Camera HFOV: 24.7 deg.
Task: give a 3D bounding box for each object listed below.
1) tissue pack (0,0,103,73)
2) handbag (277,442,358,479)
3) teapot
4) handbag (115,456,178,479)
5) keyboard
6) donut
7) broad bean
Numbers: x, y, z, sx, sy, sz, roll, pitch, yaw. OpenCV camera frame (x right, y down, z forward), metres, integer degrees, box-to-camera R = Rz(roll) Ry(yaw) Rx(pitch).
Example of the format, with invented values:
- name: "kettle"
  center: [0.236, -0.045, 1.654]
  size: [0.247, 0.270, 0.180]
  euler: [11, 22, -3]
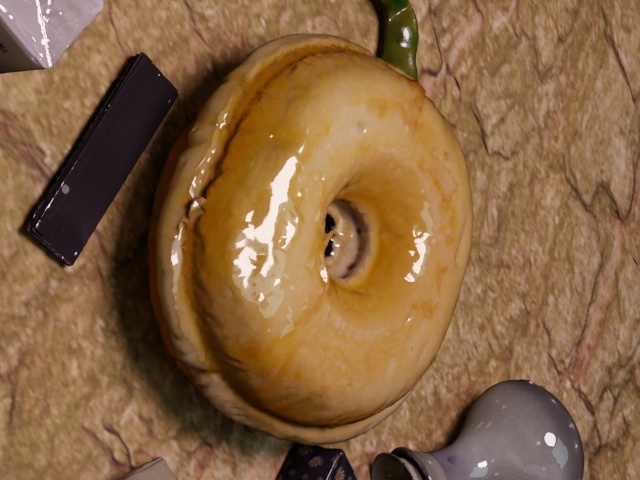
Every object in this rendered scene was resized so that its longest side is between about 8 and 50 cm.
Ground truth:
- name: "tissue pack"
  center: [-0.305, -0.241, 1.274]
  size: [0.159, 0.229, 0.145]
  euler: [52, 58, -30]
- name: "handbag"
  center: [0.003, 0.311, 1.691]
  size: [0.139, 0.072, 0.115]
  euler: [53, 55, -45]
- name: "teapot"
  center: [0.193, 0.280, 1.799]
  size: [0.251, 0.183, 0.183]
  euler: [-14, 101, -30]
- name: "handbag"
  center: [-0.207, 0.400, 1.462]
  size: [0.253, 0.109, 0.316]
  euler: [-22, 100, -44]
- name: "keyboard"
  center: [-0.223, -0.085, 1.496]
  size: [0.072, 0.023, 0.231]
  euler: [49, 60, -40]
- name: "donut"
  center: [0.000, 0.000, 1.585]
  size: [0.449, 0.198, 0.449]
  euler: [-2, 93, -42]
- name: "broad bean"
  center: [0.091, -0.210, 1.765]
  size: [0.070, 0.048, 0.214]
  euler: [-14, 99, -42]
